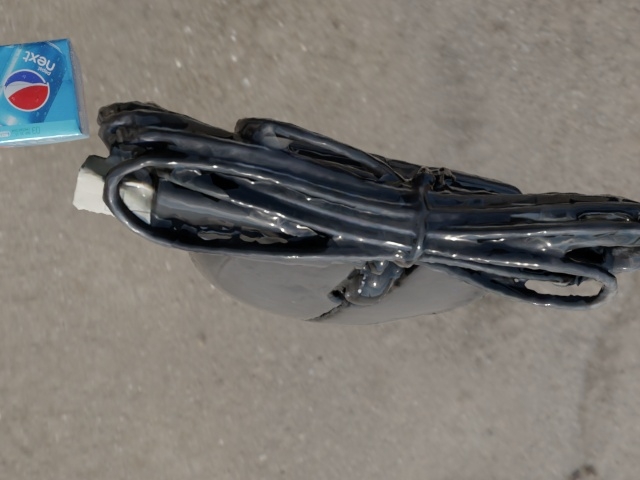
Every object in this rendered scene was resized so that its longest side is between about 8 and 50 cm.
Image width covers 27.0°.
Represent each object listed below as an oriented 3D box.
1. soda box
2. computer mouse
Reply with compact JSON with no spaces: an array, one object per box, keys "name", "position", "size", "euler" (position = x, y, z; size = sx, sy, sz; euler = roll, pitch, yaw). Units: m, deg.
[{"name":"soda box","position":[-0.212,-0.105,0.984],"size":[0.071,0.210,0.067],"euler":[-8,94,-8]},{"name":"computer mouse","position":[0.000,0.000,0.516],"size":[0.188,0.272,0.072],"euler":[10,92,-10]}]
